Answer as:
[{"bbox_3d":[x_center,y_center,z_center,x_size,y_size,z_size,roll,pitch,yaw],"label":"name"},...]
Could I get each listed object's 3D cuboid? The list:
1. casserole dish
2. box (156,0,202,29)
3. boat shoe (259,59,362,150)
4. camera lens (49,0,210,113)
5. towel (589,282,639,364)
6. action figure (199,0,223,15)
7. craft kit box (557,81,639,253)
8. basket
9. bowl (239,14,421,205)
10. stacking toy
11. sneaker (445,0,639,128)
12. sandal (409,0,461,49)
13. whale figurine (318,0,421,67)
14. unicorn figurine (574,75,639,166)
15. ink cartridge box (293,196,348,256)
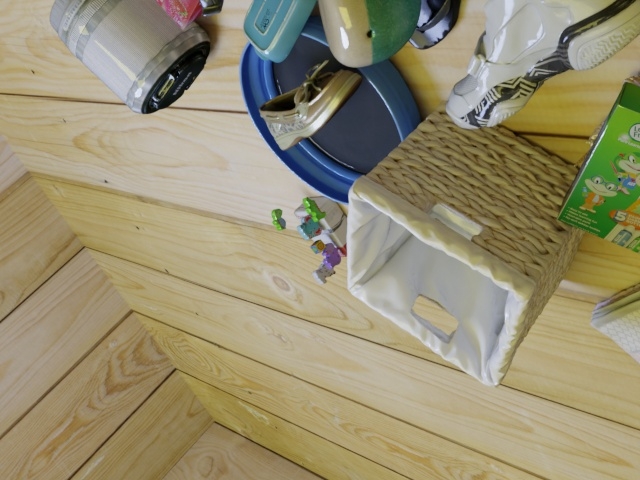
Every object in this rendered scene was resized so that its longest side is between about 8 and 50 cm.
[{"bbox_3d":[-0.072,-0.388,1.491,0.114,0.037,0.188,50,125,28],"label":"casserole dish"},{"bbox_3d":[-0.206,-0.494,1.533,0.122,0.128,0.257,46,154,-6],"label":"box"},{"bbox_3d":[-0.027,-0.232,1.516,0.089,0.104,0.285,47,152,-10],"label":"boat shoe"},{"bbox_3d":[-0.378,-0.410,1.803,0.274,0.219,0.219,43,154,0],"label":"camera lens"},{"bbox_3d":[0.633,0.181,1.435,0.317,0.053,0.332,42,155,3],"label":"towel"},{"bbox_3d":[-0.083,-0.475,1.263,0.178,0.341,0.330,-1,146,10],"label":"action figure"},{"bbox_3d":[0.477,-0.069,1.195,0.249,0.061,0.247,23,143,10],"label":"craft kit box"},{"bbox_3d":[0.244,0.007,1.484,0.328,0.266,0.331,33,152,21],"label":"basket"},{"bbox_3d":[0.020,-0.235,1.639,0.391,0.077,0.391,32,148,22],"label":"bowl"},{"bbox_3d":[0.000,0.000,1.950,0.221,0.052,0.167,52,150,-14],"label":"stacking toy"},{"bbox_3d":[0.251,-0.295,1.176,0.210,0.137,0.366,49,149,-9],"label":"sneaker"},{"bbox_3d":[0.164,-0.363,1.282,0.097,0.054,0.254,41,154,6],"label":"sandal"},{"bbox_3d":[0.062,-0.375,1.298,0.272,0.141,0.216,-103,0,-46],"label":"whale figurine"},{"bbox_3d":[0.428,-0.159,1.220,0.111,0.060,0.162,30,135,30],"label":"unicorn figurine"},{"bbox_3d":[0.017,-0.031,1.994,0.099,0.056,0.135,0,131,54],"label":"ink cartridge box"}]
